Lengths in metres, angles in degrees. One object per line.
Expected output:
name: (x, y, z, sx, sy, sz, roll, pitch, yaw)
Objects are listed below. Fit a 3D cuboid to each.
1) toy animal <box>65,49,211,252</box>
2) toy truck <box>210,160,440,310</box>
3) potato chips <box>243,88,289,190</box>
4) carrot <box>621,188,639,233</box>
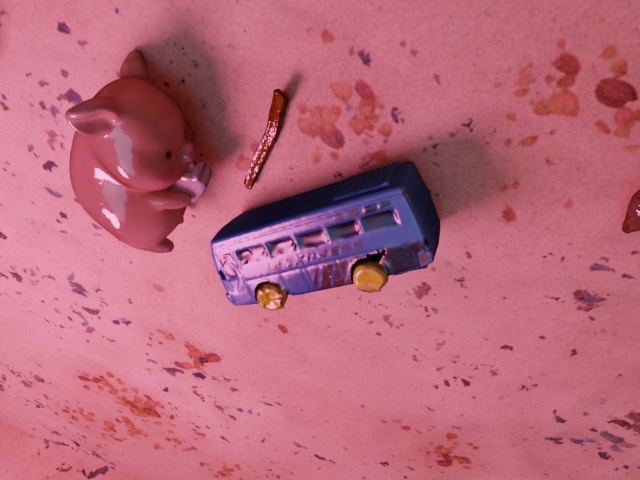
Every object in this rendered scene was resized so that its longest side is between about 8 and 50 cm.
toy animal: (-0.288, -0.120, 0.765, 0.212, 0.195, 0.256, 28, 127, -16)
toy truck: (0.000, 0.000, 0.804, 0.384, 0.161, 0.162, -15, 110, 26)
potato chips: (-0.090, -0.161, 0.776, 0.026, 0.037, 0.204, 33, 135, 2)
carrot: (0.493, -0.098, 0.630, 0.101, 0.102, 0.263, 21, 136, -1)
